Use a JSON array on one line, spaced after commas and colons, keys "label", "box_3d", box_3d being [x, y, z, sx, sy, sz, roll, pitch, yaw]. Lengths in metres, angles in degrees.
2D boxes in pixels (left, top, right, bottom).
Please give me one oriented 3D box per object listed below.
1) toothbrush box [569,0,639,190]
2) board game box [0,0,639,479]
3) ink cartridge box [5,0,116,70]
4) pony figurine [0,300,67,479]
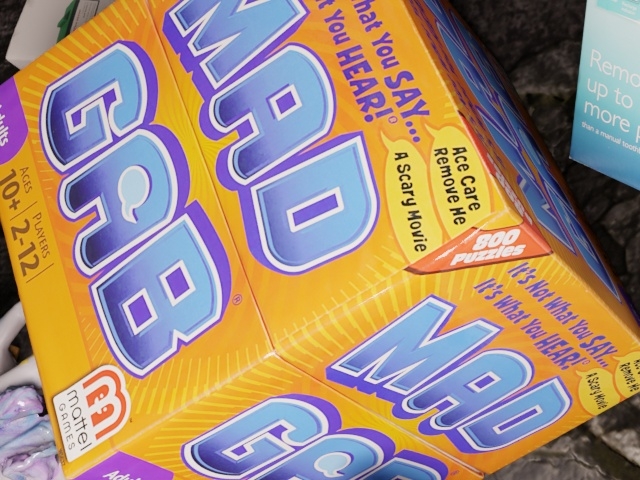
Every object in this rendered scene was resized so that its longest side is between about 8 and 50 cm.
[{"label": "toothbrush box", "box_3d": [0.321, -0.168, 1.015, 0.126, 0.295, 0.216, -27, 43, -35]}, {"label": "board game box", "box_3d": [0.000, 0.000, 1.093, 0.356, 0.356, 0.356, -32, 56, 15]}, {"label": "ink cartridge box", "box_3d": [-0.194, -0.189, 1.422, 0.219, 0.160, 0.092, 7, 72, 34]}, {"label": "pony figurine", "box_3d": [-0.362, 0.187, 1.314, 0.363, 0.303, 0.351, -14, 29, 29]}]
